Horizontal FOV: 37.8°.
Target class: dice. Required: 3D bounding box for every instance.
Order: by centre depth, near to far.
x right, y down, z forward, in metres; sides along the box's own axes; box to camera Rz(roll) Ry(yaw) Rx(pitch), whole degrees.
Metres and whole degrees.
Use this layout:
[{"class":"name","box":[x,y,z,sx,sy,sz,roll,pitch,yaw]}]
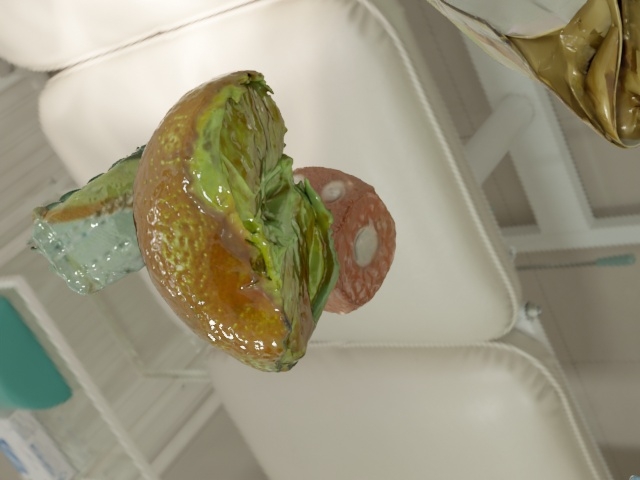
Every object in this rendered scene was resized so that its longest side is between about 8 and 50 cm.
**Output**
[{"class":"dice","box":[0.000,0.000,1.460,0.179,0.174,0.175,12,154,33]}]

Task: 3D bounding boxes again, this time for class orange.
[{"class":"orange","box":[-0.089,-0.016,1.053,0.196,0.262,0.334,-12,120,33]}]

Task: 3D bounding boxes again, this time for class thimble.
[{"class":"thimble","box":[-0.334,-0.036,1.535,0.254,0.288,0.167,-24,103,43]}]

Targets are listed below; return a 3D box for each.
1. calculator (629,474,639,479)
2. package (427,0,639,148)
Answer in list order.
[{"class":"calculator","box":[0.383,0.310,0.926,0.210,0.039,0.121,46,156,2]},{"class":"package","box":[0.263,-0.265,1.061,0.221,0.311,0.165,33,105,-24]}]
